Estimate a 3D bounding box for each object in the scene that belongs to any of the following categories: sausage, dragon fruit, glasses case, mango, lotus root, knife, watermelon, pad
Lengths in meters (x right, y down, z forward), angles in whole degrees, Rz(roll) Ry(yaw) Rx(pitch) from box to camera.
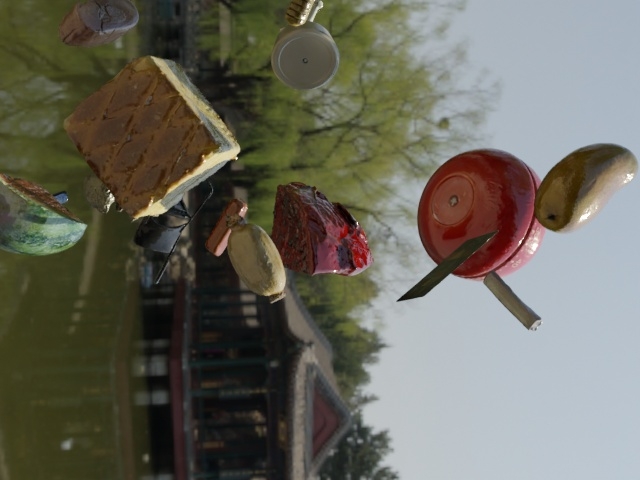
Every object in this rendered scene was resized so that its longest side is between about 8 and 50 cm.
[{"bbox_3d":[-0.199,-0.031,1.699,0.131,0.039,0.041,-60,150,4],"label":"sausage"},{"bbox_3d":[0.000,0.000,2.064,0.240,0.330,0.303,-26,-117,33],"label":"dragon fruit"},{"bbox_3d":[-0.748,-0.112,2.234,0.023,0.083,0.034,33,-40,46],"label":"glasses case"},{"bbox_3d":[0.463,-0.097,1.391,0.099,0.227,0.136,36,-29,49],"label":"mango"},{"bbox_3d":[-0.097,0.025,1.170,0.073,0.062,0.150,-21,-80,48],"label":"lotus root"},{"bbox_3d":[-0.355,0.040,1.866,0.023,0.010,0.170,-35,-155,42],"label":"knife"},{"bbox_3d":[-0.674,-0.054,1.808,0.260,0.255,0.176,4,76,-72],"label":"watermelon"},{"bbox_3d":[0.250,0.052,1.583,0.003,0.211,0.143,53,-19,-4],"label":"pad"}]

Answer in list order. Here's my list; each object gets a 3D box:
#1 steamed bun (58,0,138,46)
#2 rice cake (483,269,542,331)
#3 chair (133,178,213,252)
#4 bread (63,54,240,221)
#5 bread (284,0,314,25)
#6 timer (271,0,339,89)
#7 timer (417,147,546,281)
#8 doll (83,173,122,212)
[{"bbox_3d":[-0.553,-0.542,1.969,0.144,0.175,0.106,-14,-79,46],"label":"steamed bun"},{"bbox_3d":[0.471,0.147,1.978,0.047,0.036,0.207,-56,-137,17],"label":"rice cake"},{"bbox_3d":[-0.404,-0.096,2.092,0.221,0.140,0.145,-59,-141,23],"label":"chair"},{"bbox_3d":[-0.373,-0.233,1.791,0.279,0.279,0.207,56,13,0],"label":"bread"},{"bbox_3d":[-0.041,-0.476,1.624,0.088,0.049,0.034,-60,-145,24],"label":"bread"},{"bbox_3d":[-0.045,-0.543,2.137,0.266,0.175,0.175,-94,-173,-49],"label":"timer"},{"bbox_3d":[0.451,-0.074,2.255,0.377,0.279,0.378,-23,-124,40],"label":"timer"},{"bbox_3d":[-0.566,-0.201,2.245,0.091,0.202,0.286,-3,124,-58],"label":"doll"}]
